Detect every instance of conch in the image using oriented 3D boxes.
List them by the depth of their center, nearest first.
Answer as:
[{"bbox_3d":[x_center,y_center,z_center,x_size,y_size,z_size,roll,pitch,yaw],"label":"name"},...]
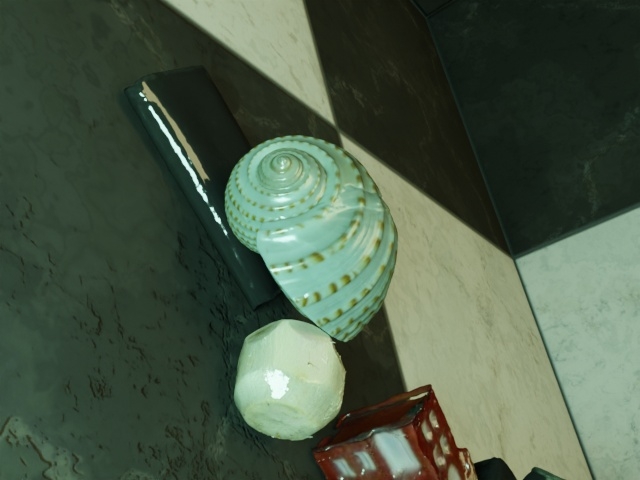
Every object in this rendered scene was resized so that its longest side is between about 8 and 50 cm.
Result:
[{"bbox_3d":[0.011,-0.011,1.069,0.319,0.215,0.303,35,20,-52],"label":"conch"}]

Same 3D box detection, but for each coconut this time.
[{"bbox_3d":[-0.043,0.193,1.006,0.161,0.161,0.162,47,38,-31],"label":"coconut"}]

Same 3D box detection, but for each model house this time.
[{"bbox_3d":[0.141,0.390,1.131,0.254,0.196,0.160,62,24,-4],"label":"model house"}]

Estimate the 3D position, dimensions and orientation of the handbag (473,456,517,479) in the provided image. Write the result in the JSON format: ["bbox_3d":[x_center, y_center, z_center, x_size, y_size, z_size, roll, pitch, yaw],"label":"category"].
[{"bbox_3d":[0.269,0.526,1.254,0.181,0.181,0.254,59,26,-13],"label":"handbag"}]

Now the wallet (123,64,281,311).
[{"bbox_3d":[-0.158,-0.098,1.181,0.406,0.062,0.228,61,25,-7],"label":"wallet"}]

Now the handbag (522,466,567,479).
[{"bbox_3d":[0.285,0.592,1.026,0.317,0.416,0.180,58,-19,-21],"label":"handbag"}]
